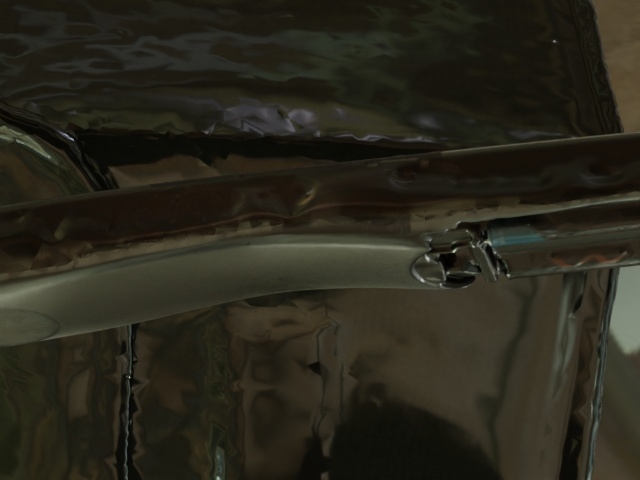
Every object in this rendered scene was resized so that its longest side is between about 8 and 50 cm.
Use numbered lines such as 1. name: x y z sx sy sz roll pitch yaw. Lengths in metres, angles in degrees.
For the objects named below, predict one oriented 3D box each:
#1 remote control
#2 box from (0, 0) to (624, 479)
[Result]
1. remote control: 0.000 0.000 0.459 0.212 0.059 0.028 -7 -104 10
2. box: -0.023 0.028 0.717 0.204 0.251 0.345 1 -53 -2
